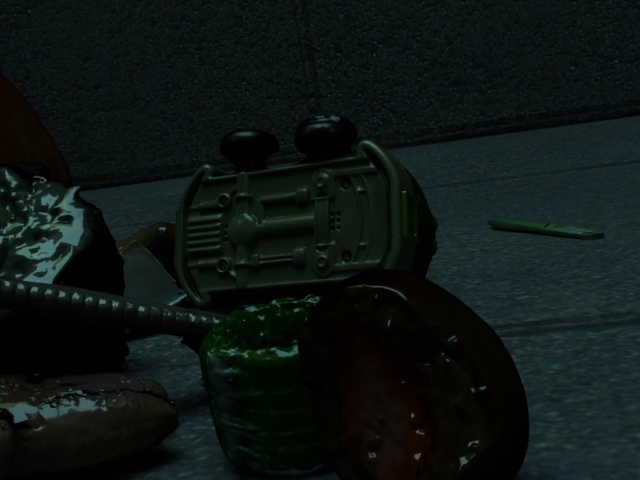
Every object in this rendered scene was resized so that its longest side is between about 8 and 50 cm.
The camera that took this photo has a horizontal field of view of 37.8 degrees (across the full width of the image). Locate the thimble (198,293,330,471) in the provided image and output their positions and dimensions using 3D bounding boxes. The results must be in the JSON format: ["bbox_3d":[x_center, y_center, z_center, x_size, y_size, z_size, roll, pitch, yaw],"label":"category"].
[{"bbox_3d":[-0.019,0.091,0.616,0.118,0.090,0.130,-1,13,32],"label":"thimble"}]

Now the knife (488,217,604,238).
[{"bbox_3d":[0.285,-0.016,1.201,0.030,0.014,0.207,-14,12,-26],"label":"knife"}]

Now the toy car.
[{"bbox_3d":[0.000,0.000,0.943,0.248,0.204,0.198,-6,-13,26],"label":"toy car"}]

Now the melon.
[{"bbox_3d":[-0.253,0.063,1.000,0.202,0.093,0.139,-9,16,35],"label":"melon"}]

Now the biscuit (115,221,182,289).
[{"bbox_3d":[-0.219,0.025,1.091,0.208,0.047,0.164,-2,-28,25],"label":"biscuit"}]

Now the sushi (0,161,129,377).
[{"bbox_3d":[-0.342,0.038,0.856,0.350,0.171,0.211,5,47,14],"label":"sushi"}]

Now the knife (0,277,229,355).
[{"bbox_3d":[-0.150,0.063,0.722,0.365,0.043,0.089,11,-21,-23],"label":"knife"}]

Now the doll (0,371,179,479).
[{"bbox_3d":[-0.252,0.098,0.621,0.303,0.156,0.201,-7,-4,-19],"label":"doll"}]

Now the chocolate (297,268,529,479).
[{"bbox_3d":[0.048,0.080,0.503,0.124,0.133,0.127,-3,13,11],"label":"chocolate"}]

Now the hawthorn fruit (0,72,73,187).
[{"bbox_3d":[-0.552,-0.095,1.309,0.403,0.403,0.403,-8,10,1],"label":"hawthorn fruit"}]
